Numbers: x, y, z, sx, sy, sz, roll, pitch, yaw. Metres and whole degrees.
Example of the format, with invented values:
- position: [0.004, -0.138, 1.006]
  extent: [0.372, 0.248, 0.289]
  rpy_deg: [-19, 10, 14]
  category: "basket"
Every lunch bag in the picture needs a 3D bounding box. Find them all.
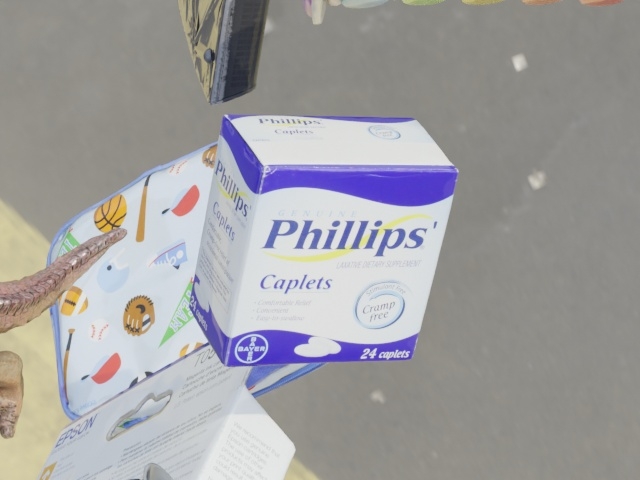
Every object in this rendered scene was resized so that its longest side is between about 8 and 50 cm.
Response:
- position: [-0.112, 0.052, 1.696]
  extent: [0.303, 0.115, 0.243]
  rpy_deg: [-29, 55, 23]
  category: "lunch bag"

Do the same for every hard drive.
- position: [-0.094, -0.255, 1.793]
  extent: [0.054, 0.172, 0.254]
  rpy_deg: [2, 33, -15]
  category: "hard drive"

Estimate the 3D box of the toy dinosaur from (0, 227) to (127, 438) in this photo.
- position: [-0.247, 0.030, 0.952]
  extent: [0.296, 0.200, 0.127]
  rpy_deg: [-4, 69, -3]
  category: "toy dinosaur"

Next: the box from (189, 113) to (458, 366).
- position: [0.000, 0.000, 1.120]
  extent: [0.126, 0.137, 0.072]
  rpy_deg: [-1, 29, -23]
  category: "box"

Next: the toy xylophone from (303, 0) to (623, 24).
- position: [0.144, -0.231, 1.539]
  extent: [0.323, 0.236, 0.081]
  rpy_deg: [-5, 82, 9]
  category: "toy xylophone"

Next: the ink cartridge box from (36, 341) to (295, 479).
- position: [-0.152, 0.234, 1.318]
  extent: [0.324, 0.071, 0.330]
  rpy_deg: [-31, 26, 48]
  category: "ink cartridge box"

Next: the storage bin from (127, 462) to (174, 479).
- position: [-0.079, 0.157, 0.658]
  extent: [0.091, 0.098, 0.135]
  rpy_deg: [-25, 40, 9]
  category: "storage bin"
